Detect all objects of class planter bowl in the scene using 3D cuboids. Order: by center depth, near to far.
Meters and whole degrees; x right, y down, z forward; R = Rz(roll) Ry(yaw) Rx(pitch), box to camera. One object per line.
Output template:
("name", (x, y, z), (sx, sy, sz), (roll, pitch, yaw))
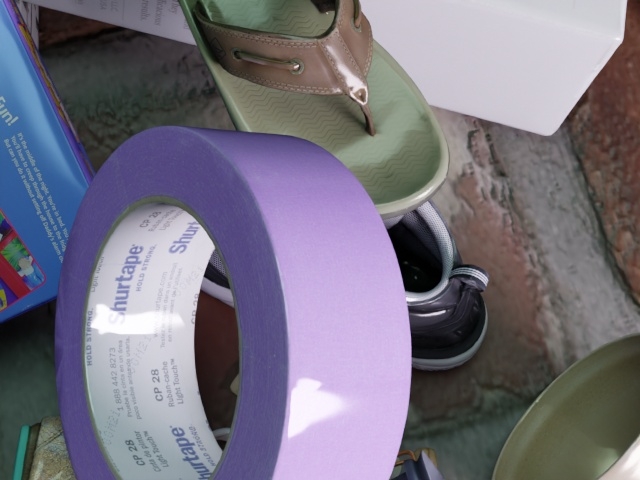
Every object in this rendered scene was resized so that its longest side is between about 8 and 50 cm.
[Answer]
("planter bowl", (0.213, 0.158, 0.884), (0.109, 0.162, 0.162), (43, 71, -11))

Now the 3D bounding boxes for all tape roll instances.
("tape roll", (-0.066, 0.068, 0.806), (0.090, 0.275, 0.275), (2, 61, -38))

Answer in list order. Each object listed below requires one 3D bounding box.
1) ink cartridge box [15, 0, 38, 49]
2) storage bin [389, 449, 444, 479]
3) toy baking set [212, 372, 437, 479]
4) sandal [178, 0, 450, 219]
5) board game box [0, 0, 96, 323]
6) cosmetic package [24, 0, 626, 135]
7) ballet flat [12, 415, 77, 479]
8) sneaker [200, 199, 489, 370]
("ink cartridge box", (-0.310, -0.179, 1.057), (0.148, 0.086, 0.203), (-3, 67, -3))
("storage bin", (0.045, 0.195, 0.841), (0.091, 0.135, 0.098), (-22, 67, 4))
("toy baking set", (-0.003, 0.208, 0.918), (0.196, 0.030, 0.256), (4, 67, 2))
("sandal", (-0.027, -0.142, 0.849), (0.120, 0.086, 0.303), (-35, 90, -9))
("board game box", (-0.313, -0.090, 0.939), (0.233, 0.078, 0.347), (-24, 92, -3))
("cosmetic package", (0.005, -0.264, 1.013), (0.453, 0.161, 0.230), (13, 66, -6))
("ballet flat", (-0.173, 0.270, 0.856), (0.106, 0.107, 0.316), (11, 67, -10))
("sneaker", (0.000, 0.000, 0.942), (0.268, 0.153, 0.101), (21, 68, 9))
